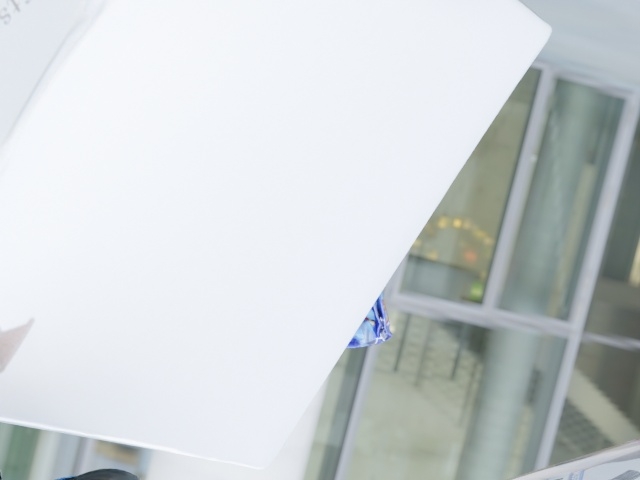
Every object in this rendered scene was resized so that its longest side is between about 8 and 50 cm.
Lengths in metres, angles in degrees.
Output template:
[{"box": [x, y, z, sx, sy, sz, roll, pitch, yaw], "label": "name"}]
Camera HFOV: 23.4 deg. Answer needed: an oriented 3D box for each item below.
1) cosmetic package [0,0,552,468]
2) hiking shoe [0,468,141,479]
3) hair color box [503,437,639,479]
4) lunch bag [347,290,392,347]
[{"box": [-0.160, -0.121, 0.893, 0.394, 0.329, 0.327, 37, -172, 35], "label": "cosmetic package"}, {"box": [-0.098, 0.178, 0.737, 0.113, 0.132, 0.304, 26, 179, 20], "label": "hiking shoe"}, {"box": [0.265, 0.238, 1.309, 0.339, 0.110, 0.185, -19, -178, 15], "label": "hair color box"}, {"box": [0.000, 0.000, 1.703, 0.138, 0.220, 0.293, -20, 166, 12], "label": "lunch bag"}]
